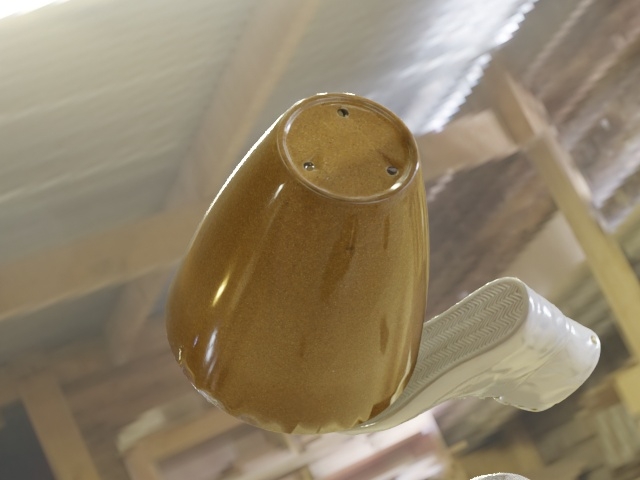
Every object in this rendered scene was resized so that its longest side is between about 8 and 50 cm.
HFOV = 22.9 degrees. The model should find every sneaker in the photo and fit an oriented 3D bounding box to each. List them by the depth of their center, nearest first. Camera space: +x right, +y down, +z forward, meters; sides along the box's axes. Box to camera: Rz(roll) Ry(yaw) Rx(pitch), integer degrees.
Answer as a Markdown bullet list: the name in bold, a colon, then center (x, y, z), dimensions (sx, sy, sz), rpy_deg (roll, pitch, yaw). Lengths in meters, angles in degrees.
- **sneaker**: center (0.148, 0.149, 1.645), dimensions (0.292, 0.108, 0.169), rpy_deg (-28, -40, 34)

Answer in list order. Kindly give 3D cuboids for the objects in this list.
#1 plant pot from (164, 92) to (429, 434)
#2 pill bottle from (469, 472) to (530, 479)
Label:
- **plant pot**: center (0.000, 0.000, 1.357), dimensions (0.237, 0.237, 0.254), rpy_deg (-19, -31, -27)
- **pill bottle**: center (0.201, 0.355, 1.805), dimensions (0.152, 0.152, 0.272), rpy_deg (-24, -22, -8)
